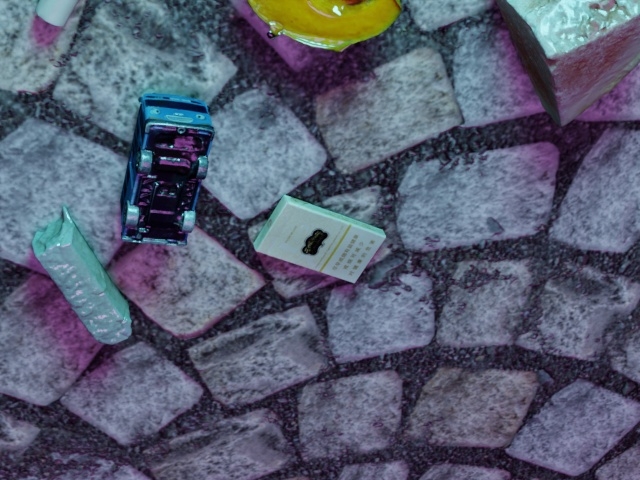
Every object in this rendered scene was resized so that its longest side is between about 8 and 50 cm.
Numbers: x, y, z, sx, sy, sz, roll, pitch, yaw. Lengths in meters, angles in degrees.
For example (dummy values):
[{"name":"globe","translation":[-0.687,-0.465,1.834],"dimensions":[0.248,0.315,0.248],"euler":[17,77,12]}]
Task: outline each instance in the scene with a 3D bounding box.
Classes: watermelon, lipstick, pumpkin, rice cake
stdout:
[{"name":"watermelon","translation":[0.319,-0.297,1.406],"dimensions":[0.232,0.193,0.310],"euler":[1,142,-41]},{"name":"lipstick","translation":[-0.271,-0.301,1.264],"dimensions":[0.038,0.038,0.130],"euler":[22,117,-30]},{"name":"pumpkin","translation":[-0.025,-0.349,1.278],"dimensions":[0.163,0.111,0.278],"euler":[-16,133,16]},{"name":"rice cake","translation":[-0.312,0.055,1.504],"dimensions":[0.063,0.069,0.206],"euler":[-24,131,2]}]

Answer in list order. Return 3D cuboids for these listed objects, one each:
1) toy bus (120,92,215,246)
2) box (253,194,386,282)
[{"name":"toy bus","translation":[-0.192,-0.090,1.405],"dimensions":[0.090,0.106,0.184],"euler":[7,129,-17]},{"name":"box","translation":[0.000,0.000,1.587],"dimensions":[0.167,0.024,0.090],"euler":[19,118,-28]}]
